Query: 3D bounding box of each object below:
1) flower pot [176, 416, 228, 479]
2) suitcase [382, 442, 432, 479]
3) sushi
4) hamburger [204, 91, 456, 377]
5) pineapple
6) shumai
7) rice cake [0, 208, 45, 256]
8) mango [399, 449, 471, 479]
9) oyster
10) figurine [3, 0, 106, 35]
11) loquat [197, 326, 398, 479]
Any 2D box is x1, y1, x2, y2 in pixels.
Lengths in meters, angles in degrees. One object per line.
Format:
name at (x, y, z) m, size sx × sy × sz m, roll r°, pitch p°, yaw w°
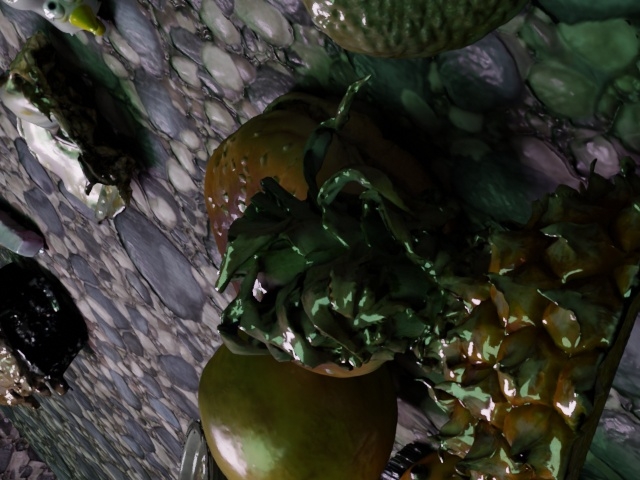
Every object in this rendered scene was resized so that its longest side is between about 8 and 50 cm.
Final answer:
flower pot at (-0.128, 0.377, 1.559) m, size 0.235 × 0.141 × 0.235 m, roll -173°, pitch 90°, yaw -71°
suitcase at (0.132, 0.281, 1.190) m, size 0.126 × 0.059 × 0.086 m, roll 18°, pitch 141°, yaw 49°
sushi at (-0.543, 0.175, 1.868) m, size 0.238 × 0.219 × 0.225 m, roll 38°, pitch 155°, yaw 20°
hamburger at (0.000, 0.000, 0.933) m, size 0.243 × 0.146 × 0.286 m, roll 51°, pitch 154°, yaw 8°
pineapple at (0.062, 0.038, 0.703) m, size 0.272 × 0.262 × 0.262 m, roll 20°, pitch 145°, yaw 17°
shumai at (0.048, -0.185, 0.659) m, size 0.145 × 0.146 × 0.116 m, roll 83°, pitch 174°, yaw -48°
rice cake at (-0.554, -0.041, 1.795) m, size 0.290 × 0.051 × 0.081 m, roll 26°, pitch 179°, yaw 38°
mango at (0.187, 0.336, 1.069) m, size 0.187 × 0.144 × 0.359 m, roll -14°, pitch 123°, yaw 25°
oyster at (-0.295, -0.118, 1.270) m, size 0.214 × 0.083 × 0.223 m, roll 53°, pitch 158°, yaw -2°
figurine at (-0.283, -0.264, 1.069) m, size 0.178 × 0.109 × 0.129 m, roll 37°, pitch 177°, yaw 21°
loquat at (-0.011, 0.192, 1.106) m, size 0.246 × 0.213 × 0.213 m, roll 50°, pitch 154°, yaw 8°
